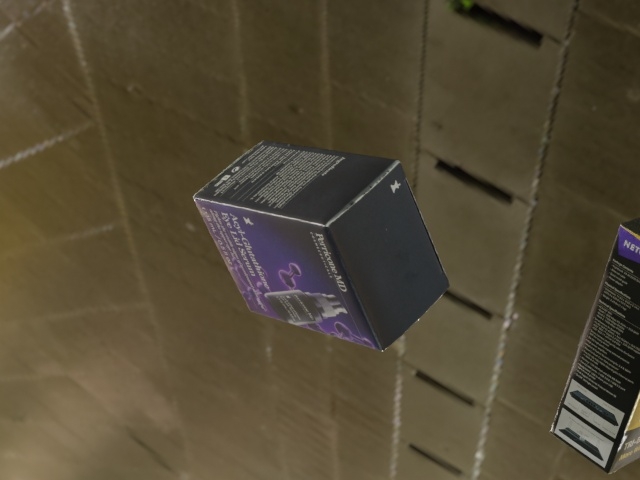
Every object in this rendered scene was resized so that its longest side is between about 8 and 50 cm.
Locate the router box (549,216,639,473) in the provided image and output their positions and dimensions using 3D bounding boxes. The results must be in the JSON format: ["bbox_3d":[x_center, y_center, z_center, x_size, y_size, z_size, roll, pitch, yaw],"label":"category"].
[{"bbox_3d":[0.383,0.075,1.282,0.081,0.309,0.243,34,125,36],"label":"router box"}]

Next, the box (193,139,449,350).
[{"bbox_3d":[0.000,0.000,1.230,0.207,0.108,0.153,12,135,49],"label":"box"}]
